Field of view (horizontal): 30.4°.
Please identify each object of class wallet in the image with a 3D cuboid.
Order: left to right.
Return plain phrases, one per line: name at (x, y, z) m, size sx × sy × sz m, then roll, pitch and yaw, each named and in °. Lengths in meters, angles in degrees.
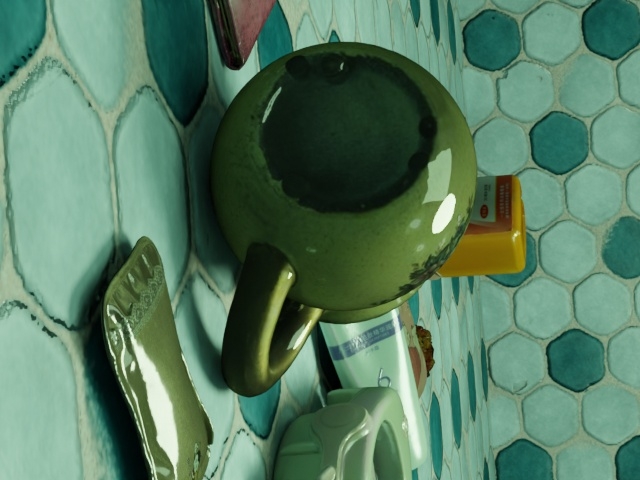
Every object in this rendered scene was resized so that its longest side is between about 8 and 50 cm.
wallet at (-0.074, -0.274, 1.210) m, size 0.232 × 0.025 × 0.119 m, roll -74°, pitch 155°, yaw -56°

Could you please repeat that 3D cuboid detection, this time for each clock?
clock at (0.027, 0.298, 1.276) m, size 0.324 × 0.108 × 0.265 m, roll 13°, pitch 75°, yaw -75°

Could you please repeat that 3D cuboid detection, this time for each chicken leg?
chicken leg at (0.145, 0.185, 1.910) m, size 0.234 × 0.063 × 0.105 m, roll 18°, pitch 64°, yaw -73°

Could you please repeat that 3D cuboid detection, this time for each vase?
vase at (0.000, 0.000, 1.107) m, size 0.329 × 0.241 × 0.302 m, roll -59°, pitch 168°, yaw -18°

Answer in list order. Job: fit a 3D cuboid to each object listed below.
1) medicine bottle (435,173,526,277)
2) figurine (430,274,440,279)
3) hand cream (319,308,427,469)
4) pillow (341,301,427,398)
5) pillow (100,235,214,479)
medicine bottle at (0.228, -0.022, 1.970) m, size 0.112 × 0.222 × 0.149 m, roll 71°, pitch 20°, yaw -45°
figurine at (0.209, 0.003, 2.122) m, size 0.138 × 0.125 × 0.125 m, roll -93°, pitch 171°, yaw -54°
hand cream at (0.062, 0.146, 1.443) m, size 0.067 × 0.109 × 0.320 m, roll 31°, pitch -39°, yaw 62°
pillow at (0.079, 0.162, 1.575) m, size 0.223 × 0.084 × 0.236 m, roll -57°, pitch 136°, yaw -56°
pillow at (-0.120, 0.112, 0.875) m, size 0.130 × 0.033 × 0.217 m, roll -70°, pitch 153°, yaw -62°
